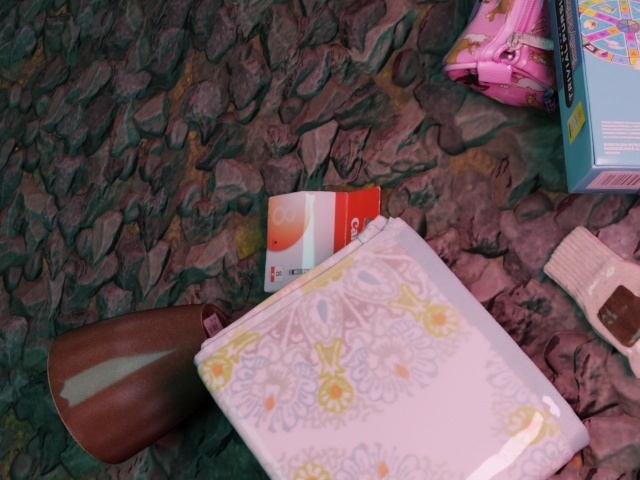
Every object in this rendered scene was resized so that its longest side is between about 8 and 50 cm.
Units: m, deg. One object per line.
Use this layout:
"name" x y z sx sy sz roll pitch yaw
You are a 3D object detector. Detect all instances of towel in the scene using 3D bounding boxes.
"towel" 0.071 0.182 1.213 0.320 0.090 0.374 -35 64 -9

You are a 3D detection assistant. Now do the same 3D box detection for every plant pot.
"plant pot" -0.241 0.186 1.538 0.230 0.215 0.215 -26 61 16

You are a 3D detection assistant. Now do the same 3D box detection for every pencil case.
"pencil case" 0.280 -0.354 1.265 0.167 0.160 0.386 20 89 54

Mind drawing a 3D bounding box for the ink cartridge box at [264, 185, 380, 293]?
"ink cartridge box" 0.000 0.000 1.479 0.179 0.045 0.145 -9 72 40

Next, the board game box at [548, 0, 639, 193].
"board game box" 0.378 -0.217 1.104 0.079 0.254 0.336 111 159 -71

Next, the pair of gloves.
"pair of gloves" 0.380 0.011 1.162 0.240 0.042 0.204 -48 53 18
